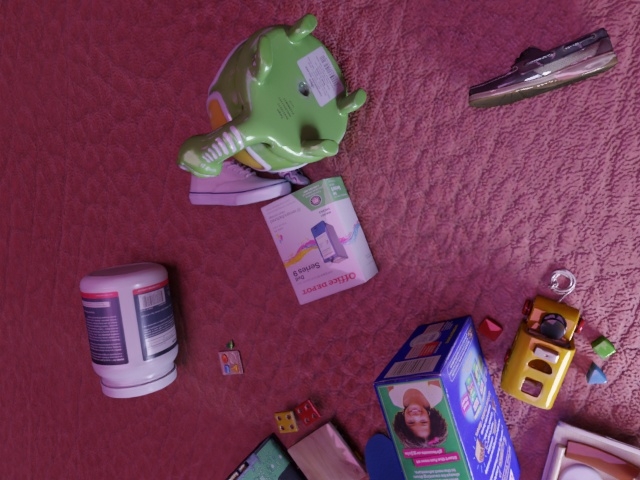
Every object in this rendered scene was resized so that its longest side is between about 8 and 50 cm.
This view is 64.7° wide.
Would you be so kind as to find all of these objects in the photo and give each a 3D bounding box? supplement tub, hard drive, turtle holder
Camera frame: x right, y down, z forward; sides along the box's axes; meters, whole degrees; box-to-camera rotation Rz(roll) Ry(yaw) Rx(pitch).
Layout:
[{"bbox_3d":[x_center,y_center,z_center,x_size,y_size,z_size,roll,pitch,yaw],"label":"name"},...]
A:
[{"bbox_3d":[-0.435,0.199,1.166,0.191,0.191,0.273,-2,98,23],"label":"supplement tub"},{"bbox_3d":[-0.066,0.608,1.058,0.064,0.237,0.339,-43,82,23],"label":"hard drive"},{"bbox_3d":[-0.090,-0.215,0.895,0.227,0.243,0.321,-12,57,44],"label":"turtle holder"}]

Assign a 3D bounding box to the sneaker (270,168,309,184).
[{"bbox_3d":[-0.059,-0.156,1.024,0.098,0.038,0.069,25,109,17],"label":"sneaker"}]

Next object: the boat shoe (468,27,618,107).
[{"bbox_3d":[0.347,-0.275,0.812,0.223,0.080,0.074,-13,89,19],"label":"boat shoe"}]

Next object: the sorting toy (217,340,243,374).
[{"bbox_3d":[-0.215,0.275,1.184,0.062,0.012,0.083,-8,96,25],"label":"sorting toy"}]

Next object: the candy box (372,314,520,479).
[{"bbox_3d":[0.228,0.326,0.863,0.122,0.268,0.317,-18,92,28],"label":"candy box"}]

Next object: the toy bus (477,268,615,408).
[{"bbox_3d":[0.381,0.182,0.861,0.190,0.104,0.202,-30,87,25],"label":"toy bus"}]

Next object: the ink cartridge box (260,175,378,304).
[{"bbox_3d":[0.000,0.000,0.999,0.154,0.093,0.213,-21,93,24],"label":"ink cartridge box"}]

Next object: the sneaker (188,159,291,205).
[{"bbox_3d":[-0.178,-0.122,1.043,0.258,0.094,0.091,0,102,29],"label":"sneaker"}]

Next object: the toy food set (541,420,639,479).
[{"bbox_3d":[0.482,0.480,0.848,0.219,0.092,0.306,14,99,22],"label":"toy food set"}]

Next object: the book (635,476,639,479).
[{"bbox_3d":[0.578,0.484,0.872,0.096,0.035,0.144,13,103,22],"label":"book"}]

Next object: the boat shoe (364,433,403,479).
[{"bbox_3d":[0.176,0.504,0.992,0.109,0.089,0.258,-44,50,13],"label":"boat shoe"}]

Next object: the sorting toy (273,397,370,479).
[{"bbox_3d":[0.013,0.464,1.102,0.132,0.046,0.275,-42,83,24],"label":"sorting toy"}]
